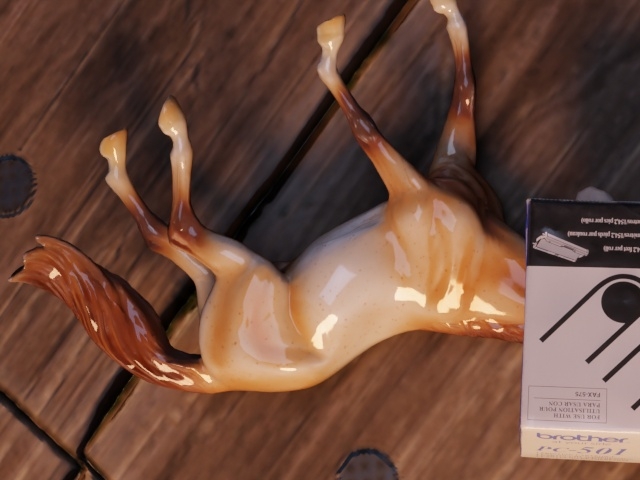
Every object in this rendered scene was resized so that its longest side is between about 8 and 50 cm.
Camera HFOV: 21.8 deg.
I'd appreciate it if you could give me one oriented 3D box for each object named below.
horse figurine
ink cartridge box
[{"bbox_3d":[0.000,0.000,0.746,0.263,0.066,0.174,-24,89,8],"label":"horse figurine"},{"bbox_3d":[0.183,0.038,0.648,0.207,0.046,0.097,1,68,8],"label":"ink cartridge box"}]
